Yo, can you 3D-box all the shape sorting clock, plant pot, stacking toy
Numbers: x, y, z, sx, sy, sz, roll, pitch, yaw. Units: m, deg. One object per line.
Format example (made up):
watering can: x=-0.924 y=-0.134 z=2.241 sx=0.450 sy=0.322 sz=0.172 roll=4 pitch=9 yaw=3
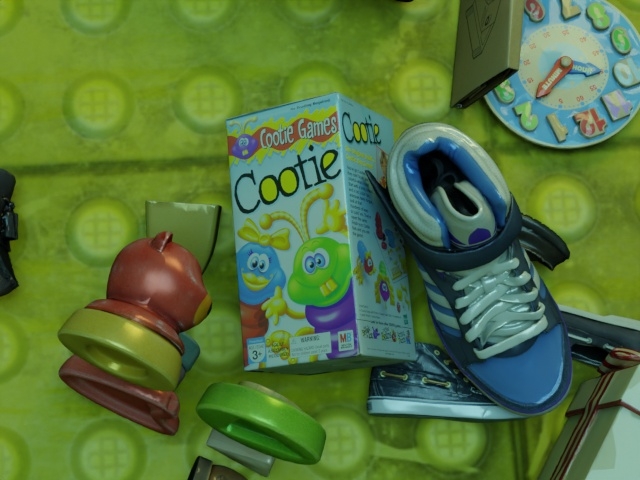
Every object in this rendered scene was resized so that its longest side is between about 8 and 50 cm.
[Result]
shape sorting clock: x=0.288 y=-0.207 z=1.468 sx=0.206 sy=0.040 sz=0.206 roll=1 pitch=79 yaw=-3
plant pot: x=-0.155 y=-0.001 z=1.390 sx=0.081 sy=0.081 sz=0.083 roll=3 pitch=91 yaw=-2
stacking toy: x=-0.120 y=0.120 z=1.265 sx=0.279 sy=0.309 sz=0.130 roll=26 pitch=69 yaw=-7

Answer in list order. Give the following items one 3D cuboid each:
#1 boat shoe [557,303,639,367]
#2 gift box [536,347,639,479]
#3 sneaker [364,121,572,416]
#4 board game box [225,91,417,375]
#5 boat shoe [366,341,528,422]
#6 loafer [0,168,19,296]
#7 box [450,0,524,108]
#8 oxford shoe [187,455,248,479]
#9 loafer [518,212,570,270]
boat shoe: x=0.272 y=0.111 z=1.388 sx=0.206 sy=0.075 sz=0.065 roll=10 pitch=75 yaw=-5
gift box: x=0.366 y=0.272 z=1.264 sx=0.255 sy=0.276 sz=0.258 roll=30 pitch=78 yaw=-2
sneaker: x=0.158 y=0.032 z=1.248 sx=0.130 sy=0.236 sz=0.322 roll=-24 pitch=82 yaw=5
board game box: x=0.000 y=0.000 z=1.339 sx=0.142 sy=0.144 sz=0.275 roll=-10 pitch=78 yaw=26
boat shoe: x=0.145 y=0.158 z=1.376 sx=0.183 sy=0.065 sz=0.083 roll=4 pitch=78 yaw=-1
loafer: x=-0.388 y=-0.082 z=1.383 sx=0.095 sy=0.109 sz=0.302 roll=-22 pitch=78 yaw=-11
box: x=0.194 y=-0.267 z=1.413 sx=0.021 sy=0.164 sz=0.201 roll=9 pitch=78 yaw=-13
oxford shoe: x=-0.131 y=0.345 z=1.326 sx=0.076 sy=0.076 sz=0.212 roll=21 pitch=79 yaw=-10
loafer: x=0.175 y=-0.007 z=1.412 sx=0.220 sy=0.080 sz=0.078 roll=21 pitch=88 yaw=7
